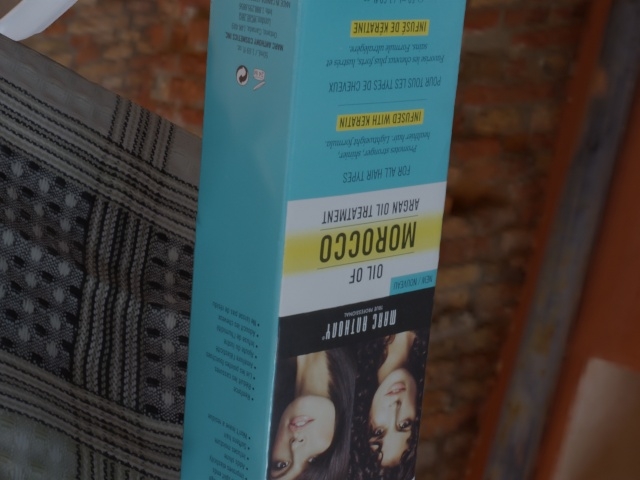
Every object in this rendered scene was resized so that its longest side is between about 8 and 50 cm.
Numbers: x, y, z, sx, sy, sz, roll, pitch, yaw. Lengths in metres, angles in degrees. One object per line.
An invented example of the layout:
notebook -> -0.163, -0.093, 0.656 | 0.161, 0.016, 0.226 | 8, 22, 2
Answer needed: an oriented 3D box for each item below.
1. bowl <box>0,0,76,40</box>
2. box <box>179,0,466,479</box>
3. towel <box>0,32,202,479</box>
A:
bowl -> -0.245, -0.250, 1.256 | 0.142, 0.142, 0.053 | -35, 133, 28
box -> 0.000, 0.000, 0.626 | 0.100, 0.244, 0.060 | -9, -160, -41
towel -> -0.122, 0.028, 0.714 | 0.324, 0.056, 0.312 | 31, -145, -28
